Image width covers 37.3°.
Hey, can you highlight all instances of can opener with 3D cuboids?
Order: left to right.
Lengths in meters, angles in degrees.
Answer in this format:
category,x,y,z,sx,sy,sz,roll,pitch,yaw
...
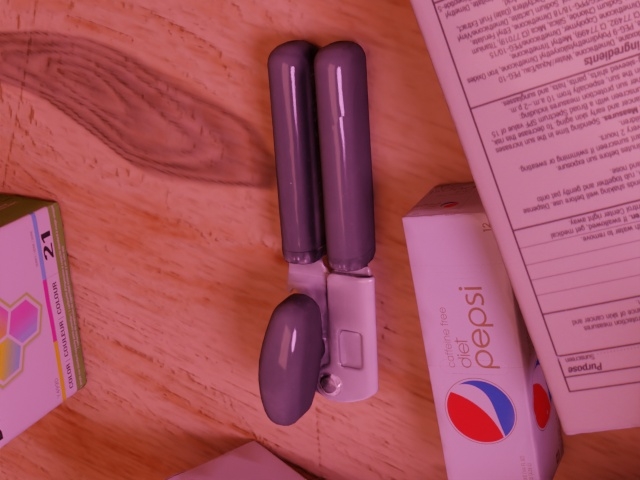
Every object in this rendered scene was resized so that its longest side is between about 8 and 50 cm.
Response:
category,x,y,z,sx,sy,sz,roll,pitch,yaw
can opener,0.000,0.000,0.680,0.074,0.093,0.281,7,109,25

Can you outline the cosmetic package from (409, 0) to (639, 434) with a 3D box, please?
category,x,y,z,sx,sy,sz,roll,pitch,yaw
cosmetic package,0.173,-0.056,0.540,0.153,0.129,0.296,-14,103,29

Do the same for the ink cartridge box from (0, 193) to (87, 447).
category,x,y,z,sx,sy,sz,roll,pitch,yaw
ink cartridge box,-0.320,0.091,0.774,0.097,0.255,0.189,7,114,24

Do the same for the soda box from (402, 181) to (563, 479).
category,x,y,z,sx,sy,sz,roll,pitch,yaw
soda box,0.116,0.071,0.654,0.069,0.074,0.216,-3,109,28

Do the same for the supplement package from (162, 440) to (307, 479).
category,x,y,z,sx,sy,sz,roll,pitch,yaw
supplement package,-0.031,0.316,0.712,0.293,0.177,0.175,26,124,44
